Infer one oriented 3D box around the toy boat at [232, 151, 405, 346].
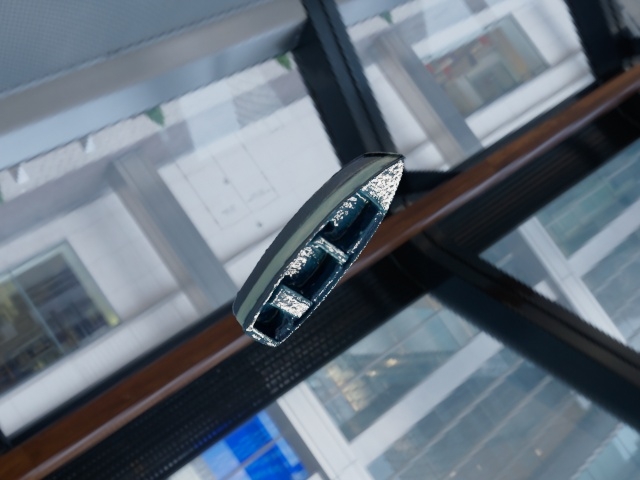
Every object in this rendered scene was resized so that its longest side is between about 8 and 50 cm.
[{"bbox_3d":[0.000,0.000,1.098,0.299,0.062,0.096,-51,136,2],"label":"toy boat"}]
